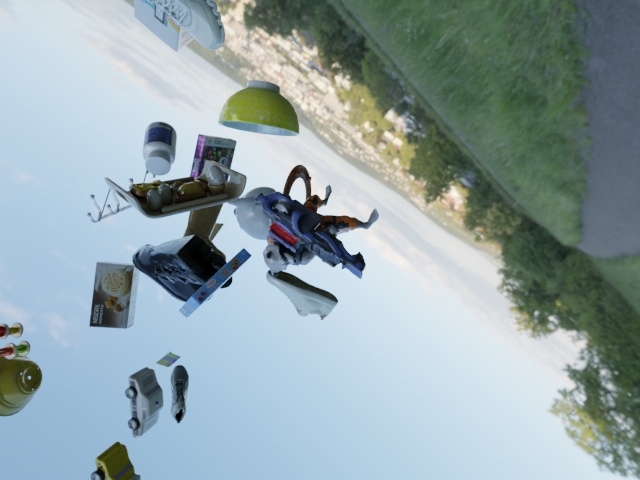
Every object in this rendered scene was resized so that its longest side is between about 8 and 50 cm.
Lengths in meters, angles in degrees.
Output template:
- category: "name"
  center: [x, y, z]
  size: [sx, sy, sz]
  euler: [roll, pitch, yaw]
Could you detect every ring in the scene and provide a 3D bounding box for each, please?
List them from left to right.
- category: "ring"
  center: [-0.098, -0.178, 1.901]
  size: [0.032, 0.338, 0.336]
  euler: [10, -176, 18]

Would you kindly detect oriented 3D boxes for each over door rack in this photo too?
- category: "over door rack"
  center: [-0.956, -0.237, 1.976]
  size: [0.324, 0.239, 0.108]
  euler: [-94, -18, -53]

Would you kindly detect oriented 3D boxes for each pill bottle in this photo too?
- category: "pill bottle"
  center: [-0.571, -0.324, 1.469]
  size: [0.111, 0.112, 0.187]
  euler: [27, -143, -39]

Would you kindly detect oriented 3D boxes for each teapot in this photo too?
- category: "teapot"
  center: [-0.289, -0.119, 1.822]
  size: [0.186, 0.256, 0.253]
  euler: [2, -150, 9]

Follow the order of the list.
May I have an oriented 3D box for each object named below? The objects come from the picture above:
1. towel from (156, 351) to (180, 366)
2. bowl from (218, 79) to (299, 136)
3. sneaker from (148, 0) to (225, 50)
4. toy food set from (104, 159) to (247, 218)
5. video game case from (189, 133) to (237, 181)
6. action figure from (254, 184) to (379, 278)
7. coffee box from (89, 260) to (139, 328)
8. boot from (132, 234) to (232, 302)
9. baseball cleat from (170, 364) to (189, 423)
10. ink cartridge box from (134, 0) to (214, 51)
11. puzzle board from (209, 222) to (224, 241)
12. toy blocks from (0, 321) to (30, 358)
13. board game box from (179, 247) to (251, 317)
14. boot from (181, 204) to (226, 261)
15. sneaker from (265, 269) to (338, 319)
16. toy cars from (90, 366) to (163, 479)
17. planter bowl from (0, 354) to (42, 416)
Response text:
- category: "towel"
  center: [-0.605, 0.474, 1.644]
  size: [0.060, 0.083, 0.009]
  euler: [39, -161, -38]
- category: "bowl"
  center: [-0.207, -0.466, 1.450]
  size: [0.288, 0.156, 0.289]
  euler: [7, -173, -1]
- category: "sneaker"
  center: [-0.330, -0.537, 0.896]
  size: [0.110, 0.118, 0.292]
  euler: [-13, 126, 45]
- category: "toy food set"
  center: [-0.382, -0.157, 1.102]
  size: [0.305, 0.093, 0.219]
  euler: [-19, -147, -40]
- category: "video game case"
  center: [-0.419, -0.287, 1.604]
  size: [0.041, 0.232, 0.210]
  euler: [21, -165, 17]
- category: "action figure"
  center: [0.000, 0.000, 1.069]
  size: [0.330, 0.179, 0.341]
  euler: [-30, -120, -33]
- category: "coffee box"
  center: [-0.805, 0.212, 1.624]
  size: [0.140, 0.247, 0.098]
  euler: [7, 178, -9]
- category: "boot"
  center: [-0.446, 0.124, 1.509]
  size: [0.444, 0.146, 0.367]
  euler: [-9, 145, 45]
- category: "baseball cleat"
  center: [-0.528, 0.583, 1.569]
  size: [0.072, 0.206, 0.109]
  euler: [-1, -178, -27]
- category: "ink cartridge box"
  center: [-0.508, -0.864, 1.451]
  size: [0.197, 0.198, 0.270]
  euler: [39, 152, -8]
- category: "puzzle board"
  center: [-0.504, -0.029, 1.882]
  size: [0.096, 0.128, 0.011]
  euler: [4, 143, 37]
- category: "toy blocks"
  center: [-1.025, 0.325, 1.324]
  size: [0.123, 0.054, 0.148]
  euler: [60, -172, 12]
- category: "board game box"
  center: [-0.305, 0.124, 1.199]
  size: [0.039, 0.160, 0.211]
  euler: [46, -127, -6]
- category: "boot"
  center: [-0.457, -0.061, 1.747]
  size: [0.089, 0.270, 0.236]
  euler: [3, 161, 42]
- category: "sneaker"
  center: [-0.082, 0.207, 1.479]
  size: [0.289, 0.123, 0.106]
  euler: [28, -167, -19]
- category: "toy cars"
  center: [-0.518, 0.562, 1.160]
  size: [0.177, 0.087, 0.394]
  euler: [70, -155, -53]
- category: "planter bowl"
  center: [-1.021, 0.473, 1.404]
  size: [0.217, 0.090, 0.218]
  euler: [-15, -90, -84]
